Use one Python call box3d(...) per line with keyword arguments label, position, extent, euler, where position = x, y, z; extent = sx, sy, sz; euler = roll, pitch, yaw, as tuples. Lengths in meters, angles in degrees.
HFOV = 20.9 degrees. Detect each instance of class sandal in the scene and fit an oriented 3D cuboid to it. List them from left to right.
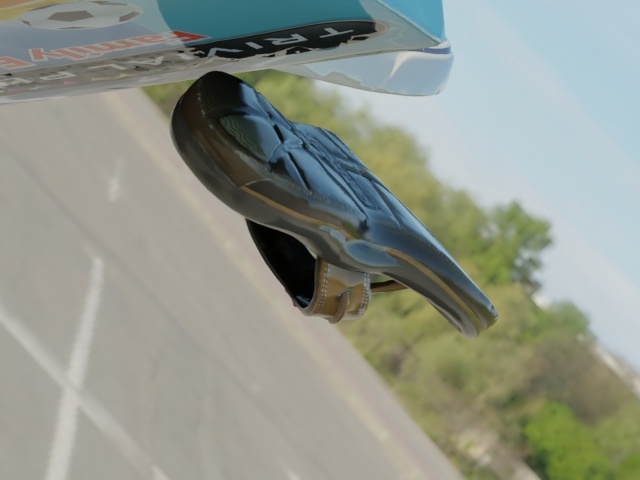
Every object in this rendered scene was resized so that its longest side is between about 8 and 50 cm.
box3d(label="sandal", position=(0.000, 0.000, 0.680), extent=(0.090, 0.060, 0.219), euler=(50, 12, 26))

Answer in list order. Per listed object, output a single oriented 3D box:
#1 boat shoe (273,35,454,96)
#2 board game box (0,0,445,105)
box3d(label="boat shoe", position=(-0.029, -0.181, 0.992), extent=(0.127, 0.158, 0.340), euler=(22, 11, 40))
box3d(label="board game box", position=(-0.127, -0.103, 0.511), extent=(0.336, 0.254, 0.079), euler=(11, 74, -71))
